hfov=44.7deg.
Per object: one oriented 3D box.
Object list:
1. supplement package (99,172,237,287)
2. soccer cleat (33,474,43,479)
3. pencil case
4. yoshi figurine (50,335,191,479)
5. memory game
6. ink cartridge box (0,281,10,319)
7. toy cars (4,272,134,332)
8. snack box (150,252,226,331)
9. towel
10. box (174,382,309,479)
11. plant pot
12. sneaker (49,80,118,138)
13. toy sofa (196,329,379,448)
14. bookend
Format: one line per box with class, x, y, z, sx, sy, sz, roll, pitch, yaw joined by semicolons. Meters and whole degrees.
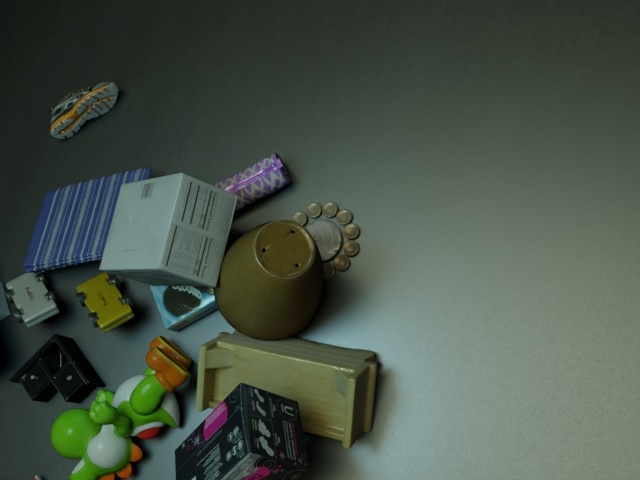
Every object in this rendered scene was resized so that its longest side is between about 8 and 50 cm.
supplement package;-0.327;-0.016;1.660;0.261;0.145;0.204;-3;71;48
soccer cleat;-0.623;0.566;1.772;0.035;0.029;0.083;-34;70;-4
pencil case;-0.171;-0.127;1.798;0.206;0.088;0.086;-28;70;8
yoshi figurine;-0.455;0.367;1.699;0.362;0.203;0.203;-52;50;1
memory game;0.000;0.000;1.745;0.186;0.012;0.186;-5;72;17
ink cartridge box;-0.856;0.170;1.949;0.135;0.056;0.099;-27;68;10
toy cars;-0.591;0.157;1.847;0.393;0.087;0.176;1;40;20
snack box;-0.324;0.027;1.816;0.187;0.060;0.322;-29;67;8
towel;-0.562;-0.046;1.888;0.335;0.040;0.243;-10;57;23
box;-0.153;0.418;1.476;0.247;0.142;0.163;-48;35;28
plant pot;-0.092;0.057;1.570;0.237;0.254;0.237;4;69;-9
sneaker;-0.621;-0.354;2.018;0.214;0.084;0.083;-31;62;8
toy sofa;-0.065;0.297;1.622;0.362;0.177;0.150;8;101;20
bookend;-0.614;0.330;1.814;0.157;0.072;0.156;-44;66;2
